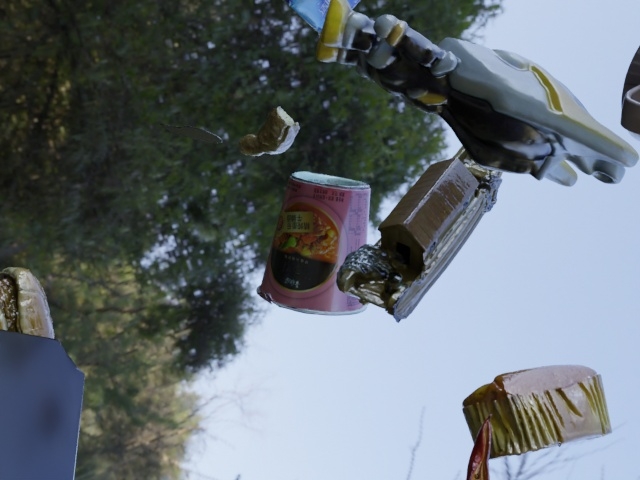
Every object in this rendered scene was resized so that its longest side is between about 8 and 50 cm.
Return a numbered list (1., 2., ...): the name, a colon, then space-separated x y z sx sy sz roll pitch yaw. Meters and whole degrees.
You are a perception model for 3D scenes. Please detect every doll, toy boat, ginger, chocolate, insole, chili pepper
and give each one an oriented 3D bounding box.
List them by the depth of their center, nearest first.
1. doll: 0.143 -0.131 0.803 0.316 0.103 0.145 24 -30 -3
2. chocolate: -0.571 0.293 1.296 0.297 0.326 0.314 -5 -104 34
3. chili pepper: 0.260 0.372 1.409 0.027 0.045 0.178 146 -42 -67
4. toy boat: 0.185 -0.044 1.437 0.136 0.445 0.162 23 -40 27
5. insole: -0.225 -0.187 1.488 0.188 0.064 0.004 16 -101 52
6. ginger: -0.094 -0.228 1.865 0.205 0.115 0.081 -19 -120 59

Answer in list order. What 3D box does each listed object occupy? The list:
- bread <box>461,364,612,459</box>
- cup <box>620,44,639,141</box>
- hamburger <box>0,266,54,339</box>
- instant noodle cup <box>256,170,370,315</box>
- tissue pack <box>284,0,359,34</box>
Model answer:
1. bread: 0.417 0.328 1.658 0.204 0.288 0.156 134 -54 -61
2. cup: 0.566 -0.174 1.182 0.273 0.288 0.208 35 -20 47
3. hamburger: -0.632 0.189 1.792 0.283 0.145 0.259 -22 -98 64
4. instant noodle cup: 0.000 0.000 1.714 0.244 0.244 0.255 24 -71 54
5. tissue pack: 0.021 -0.472 1.288 0.270 0.137 0.209 -45 -132 13
